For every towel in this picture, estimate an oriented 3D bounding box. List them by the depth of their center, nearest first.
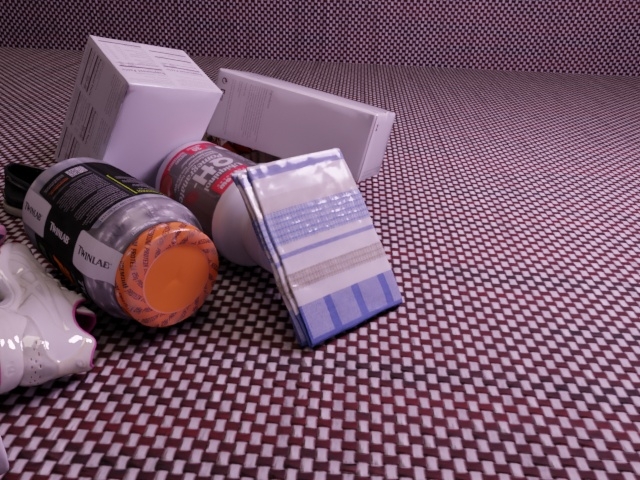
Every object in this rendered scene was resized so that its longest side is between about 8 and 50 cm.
[{"bbox_3d":[0.000,0.000,0.843,0.209,0.285,0.034,-20,-5,-34],"label":"towel"}]

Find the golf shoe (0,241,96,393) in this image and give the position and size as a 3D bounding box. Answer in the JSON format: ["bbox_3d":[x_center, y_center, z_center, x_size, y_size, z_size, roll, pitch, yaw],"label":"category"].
[{"bbox_3d":[-0.399,0.100,0.772,0.140,0.115,0.306,2,29,-30],"label":"golf shoe"}]

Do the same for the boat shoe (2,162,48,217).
[{"bbox_3d":[-0.496,-0.098,1.107,0.340,0.113,0.127,12,28,17],"label":"boat shoe"}]

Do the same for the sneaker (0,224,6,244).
[{"bbox_3d":[-0.717,-0.032,1.003,0.319,0.112,0.131,21,16,27],"label":"sneaker"}]

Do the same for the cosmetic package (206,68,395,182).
[{"bbox_3d":[-0.039,-0.262,1.213,0.366,0.155,0.197,21,18,15],"label":"cosmetic package"}]

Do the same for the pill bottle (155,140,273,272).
[{"bbox_3d":[-0.151,-0.060,0.991,0.176,0.176,0.318,-21,36,-37],"label":"pill bottle"}]

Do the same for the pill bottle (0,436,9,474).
[{"bbox_3d":[-0.446,0.216,0.470,0.283,0.160,0.160,-23,37,-39],"label":"pill bottle"}]

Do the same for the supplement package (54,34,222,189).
[{"bbox_3d":[-0.347,-0.220,1.034,0.204,0.262,0.145,-13,54,-51],"label":"supplement package"}]

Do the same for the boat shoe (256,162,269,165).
[{"bbox_3d":[-0.033,-0.121,1.206,0.303,0.091,0.114,-6,22,-43],"label":"boat shoe"}]

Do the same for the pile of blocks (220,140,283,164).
[{"bbox_3d":[-0.248,-0.186,1.292,0.362,0.112,0.149,-13,32,-27],"label":"pile of blocks"}]

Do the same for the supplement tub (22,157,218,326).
[{"bbox_3d":[-0.313,-0.001,0.853,0.194,0.193,0.316,-24,37,-39],"label":"supplement tub"}]

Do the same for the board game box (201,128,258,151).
[{"bbox_3d":[-0.284,-0.282,1.413,0.243,0.165,0.042,-8,30,-18],"label":"board game box"}]
